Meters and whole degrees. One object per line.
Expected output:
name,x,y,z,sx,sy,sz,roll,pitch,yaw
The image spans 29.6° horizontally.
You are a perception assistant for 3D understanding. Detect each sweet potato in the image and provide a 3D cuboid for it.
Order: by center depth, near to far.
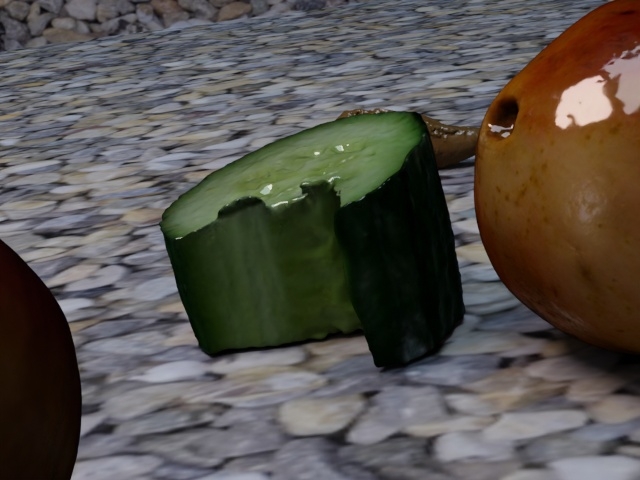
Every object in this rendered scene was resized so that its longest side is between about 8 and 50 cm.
sweet potato,0.076,-0.097,1.170,0.206,0.068,0.060,1,35,4

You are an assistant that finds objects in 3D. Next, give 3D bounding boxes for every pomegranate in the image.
pomegranate,0.186,-0.038,0.692,0.209,0.209,0.209,-7,17,2

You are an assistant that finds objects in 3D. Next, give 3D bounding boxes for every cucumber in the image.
cucumber,0.000,-0.003,0.801,0.191,0.130,0.191,-11,15,3

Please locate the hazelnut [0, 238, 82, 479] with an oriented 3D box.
hazelnut,-0.220,0.091,0.495,0.252,0.217,0.217,-13,15,16
